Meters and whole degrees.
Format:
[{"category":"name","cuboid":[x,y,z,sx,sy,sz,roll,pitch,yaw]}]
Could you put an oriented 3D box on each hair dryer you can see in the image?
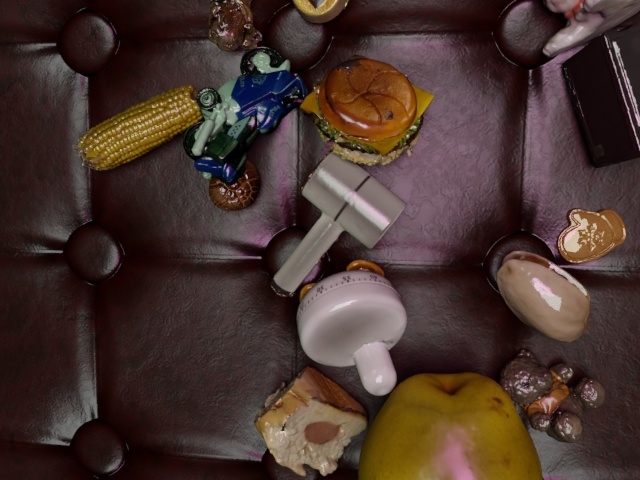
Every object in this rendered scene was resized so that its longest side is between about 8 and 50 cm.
[{"category":"hair dryer","cuboid":[0.000,0.000,1.112,0.203,0.128,0.362,39,106,3]}]

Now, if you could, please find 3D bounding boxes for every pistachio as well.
[{"category":"pistachio","cuboid":[0.466,0.118,1.050,0.223,0.126,0.152,50,135,1]}]

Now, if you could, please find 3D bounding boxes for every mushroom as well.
[{"category":"mushroom","cuboid":[-0.193,-0.126,1.131,0.109,0.085,0.126,9,86,8]}]

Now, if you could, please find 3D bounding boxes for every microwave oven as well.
[{"category":"microwave oven","cuboid":[0.608,-0.280,0.967,0.178,0.188,0.247,-17,89,3]}]

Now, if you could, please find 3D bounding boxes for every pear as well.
[{"category":"pear","cuboid":[0.246,0.469,0.993,0.363,0.362,0.418,2,98,7]}]

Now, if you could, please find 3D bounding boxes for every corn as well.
[{"category":"corn","cuboid":[-0.406,-0.249,1.138,0.318,0.115,0.115,-25,92,8]}]

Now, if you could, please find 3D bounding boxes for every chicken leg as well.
[{"category":"chicken leg","cuboid":[-0.185,-0.509,1.107,0.125,0.080,0.196,5,88,-3]}]

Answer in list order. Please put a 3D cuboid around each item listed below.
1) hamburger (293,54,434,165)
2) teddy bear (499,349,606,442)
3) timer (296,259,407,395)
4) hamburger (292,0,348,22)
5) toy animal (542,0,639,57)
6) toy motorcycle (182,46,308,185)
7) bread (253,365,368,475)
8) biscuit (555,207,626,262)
[{"category":"hamburger","cuboid":[0.085,-0.259,1.026,0.262,0.138,0.243,39,63,11]},{"category":"teddy bear","cuboid":[0.474,0.327,1.072,0.190,0.140,0.177,43,57,11]},{"category":"timer","cuboid":[0.070,0.184,1.049,0.234,0.240,0.233,-8,134,-9]},{"category":"hamburger","cuboid":[0.004,-0.535,1.072,0.127,0.081,0.141,37,111,5]},{"category":"toy animal","cuboid":[0.563,-0.526,0.930,0.266,0.308,0.188,-14,72,-13]},{"category":"toy motorcycle","cuboid":[-0.146,-0.269,1.072,0.196,0.125,0.331,28,72,10]},{"category":"bread","cuboid":[-0.025,0.404,1.095,0.224,0.211,0.183,38,92,8]},{"category":"biscuit","cuboid":[0.568,-0.017,1.074,0.140,0.023,0.118,-36,90,10]}]
